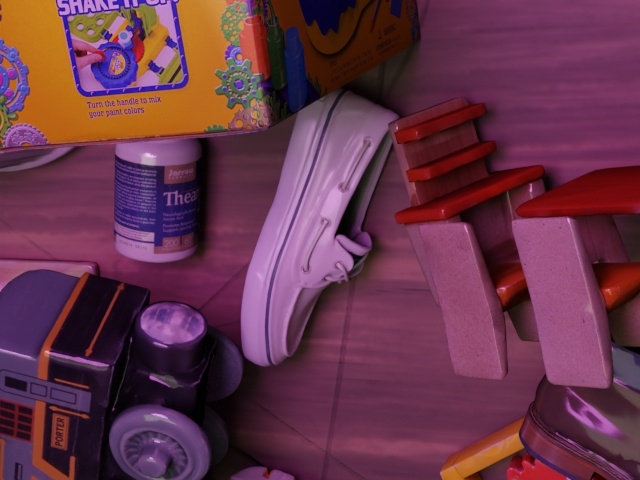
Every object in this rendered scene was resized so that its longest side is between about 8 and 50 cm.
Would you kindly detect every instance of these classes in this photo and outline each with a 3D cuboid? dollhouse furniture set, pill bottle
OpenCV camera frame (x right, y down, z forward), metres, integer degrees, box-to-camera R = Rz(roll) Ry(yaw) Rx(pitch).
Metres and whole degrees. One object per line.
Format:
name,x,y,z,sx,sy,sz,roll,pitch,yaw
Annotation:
dollhouse furniture set,0.161,-0.029,0.766,0.259,0.262,0.135,-2,107,55
pill bottle,-0.125,-0.049,0.959,0.067,0.067,0.120,11,111,18

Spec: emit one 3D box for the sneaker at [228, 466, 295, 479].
sneaker,0.015,0.261,1.010,0.215,0.084,0.083,25,128,16

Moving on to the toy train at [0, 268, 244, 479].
toy train,-0.175,0.170,0.976,0.190,0.142,0.334,15,128,3

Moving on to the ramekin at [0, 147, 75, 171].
ramekin,-0.290,-0.171,0.947,0.273,0.127,0.272,7,110,19

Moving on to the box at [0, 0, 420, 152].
box,-0.076,-0.226,0.755,0.177,0.290,0.279,-2,107,22

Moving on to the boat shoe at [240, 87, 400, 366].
boat shoe,0.000,0.000,0.917,0.076,0.083,0.226,20,113,15

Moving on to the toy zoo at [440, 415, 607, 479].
toy zoo,0.224,0.203,0.929,0.293,0.030,0.192,-33,94,27

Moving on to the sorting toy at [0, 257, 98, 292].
sorting toy,-0.264,0.084,1.047,0.275,0.046,0.132,2,103,11

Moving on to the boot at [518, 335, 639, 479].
boot,0.249,0.132,0.833,0.219,0.082,0.106,21,116,15
